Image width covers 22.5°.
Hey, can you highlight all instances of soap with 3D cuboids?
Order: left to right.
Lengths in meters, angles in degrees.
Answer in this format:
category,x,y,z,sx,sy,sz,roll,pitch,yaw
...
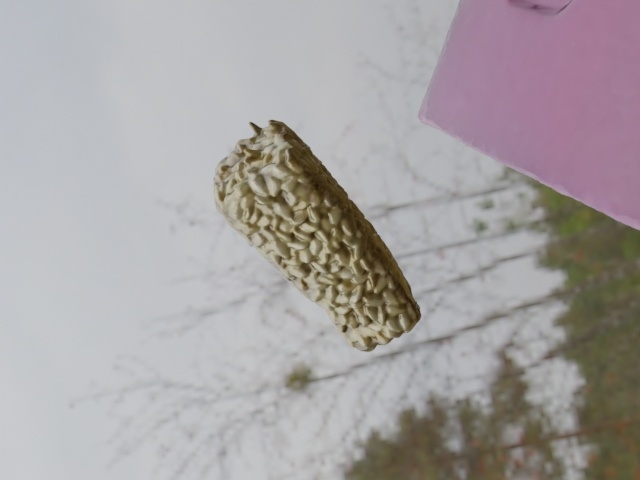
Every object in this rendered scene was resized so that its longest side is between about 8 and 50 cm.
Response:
category,x,y,z,sx,sy,sz,roll,pitch,yaw
soap,0.143,-0.129,0.564,0.181,0.081,0.259,37,109,58

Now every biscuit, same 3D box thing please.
category,x,y,z,sx,sy,sz,roll,pitch,yaw
biscuit,0.000,0.000,1.044,0.168,0.070,0.082,48,-163,-29
